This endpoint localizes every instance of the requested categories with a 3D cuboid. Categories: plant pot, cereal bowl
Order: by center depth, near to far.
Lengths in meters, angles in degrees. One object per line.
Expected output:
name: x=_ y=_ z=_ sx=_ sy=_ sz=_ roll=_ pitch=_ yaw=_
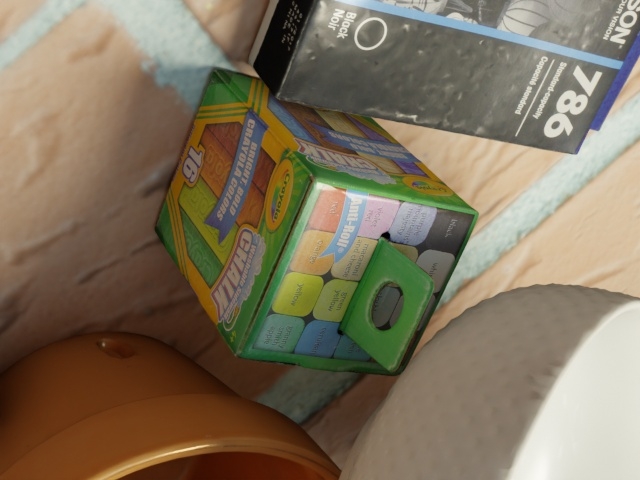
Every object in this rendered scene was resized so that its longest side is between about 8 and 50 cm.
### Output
cereal bowl: x=0.103 y=0.183 z=0.795 sx=0.339 sy=0.141 sz=0.339 roll=-32 pitch=129 yaw=-50
plant pot: x=-0.137 y=0.198 z=0.864 sx=0.291 sy=0.203 sz=0.291 roll=-15 pitch=125 yaw=-22

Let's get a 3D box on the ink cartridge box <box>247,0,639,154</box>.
ink cartridge box: x=0.128 y=-0.155 z=0.871 sx=0.332 sy=0.065 sz=0.165 roll=5 pitch=121 yaw=-32

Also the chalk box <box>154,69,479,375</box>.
chalk box: x=0.000 y=0.000 z=0.808 sx=0.132 sy=0.213 sz=0.132 roll=11 pitch=113 yaw=-33
